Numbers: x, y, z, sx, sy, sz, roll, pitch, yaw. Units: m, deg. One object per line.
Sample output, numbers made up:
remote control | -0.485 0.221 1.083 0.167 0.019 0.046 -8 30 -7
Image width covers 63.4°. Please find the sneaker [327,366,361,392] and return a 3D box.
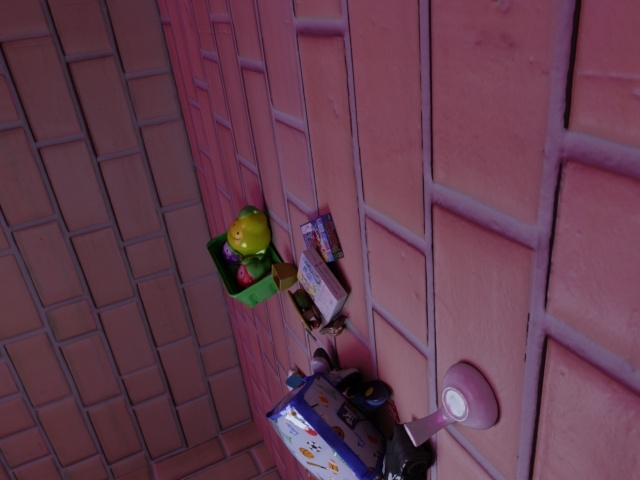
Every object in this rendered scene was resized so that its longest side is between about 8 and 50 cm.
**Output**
sneaker | 0.067 0.451 1.707 0.237 0.085 0.086 121 139 -59

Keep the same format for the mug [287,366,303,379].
mug | -0.114 0.618 2.378 0.062 0.078 0.064 -69 -20 -68

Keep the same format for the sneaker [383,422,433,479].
sneaker | 0.224 0.598 1.413 0.130 0.109 0.286 -113 25 -43

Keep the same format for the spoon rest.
spoon rest | 0.278 0.355 1.098 0.137 0.084 0.276 61 144 25

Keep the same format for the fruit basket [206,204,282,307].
fruit basket | -0.314 0.039 2.151 0.392 0.283 0.392 58 173 12

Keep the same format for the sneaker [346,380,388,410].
sneaker | 0.155 0.464 1.527 0.082 0.069 0.209 46 154 -6

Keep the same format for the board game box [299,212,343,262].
board game box | 0.000 0.000 1.572 0.201 0.035 0.136 -16 91 70

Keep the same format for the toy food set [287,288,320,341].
toy food set | -0.042 0.252 1.864 0.218 0.071 0.128 59 180 38

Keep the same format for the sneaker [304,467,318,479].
sneaker | 0.025 1.059 2.299 0.180 0.125 0.321 54 164 33

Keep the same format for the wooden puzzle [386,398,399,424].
wooden puzzle | 0.205 0.488 1.476 0.049 0.006 0.083 -9 98 70

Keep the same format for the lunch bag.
lunch bag | 0.017 0.590 1.599 0.328 0.239 0.385 45 163 7

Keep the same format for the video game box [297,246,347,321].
video game box | 0.001 0.139 1.608 0.187 0.048 0.205 52 159 16

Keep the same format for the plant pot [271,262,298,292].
plant pot | -0.130 0.131 1.953 0.081 0.083 0.081 58 155 33

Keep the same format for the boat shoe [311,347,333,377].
boat shoe | 0.012 0.462 1.870 0.228 0.080 0.076 70 -157 -46

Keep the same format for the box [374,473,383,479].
box | 0.122 0.868 1.777 0.168 0.167 0.203 71 160 4

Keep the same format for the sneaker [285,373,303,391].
sneaker | -0.066 0.664 2.251 0.092 0.087 0.229 58 165 -27

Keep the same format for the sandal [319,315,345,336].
sandal | 0.044 0.282 1.652 0.049 0.072 0.180 54 159 6
